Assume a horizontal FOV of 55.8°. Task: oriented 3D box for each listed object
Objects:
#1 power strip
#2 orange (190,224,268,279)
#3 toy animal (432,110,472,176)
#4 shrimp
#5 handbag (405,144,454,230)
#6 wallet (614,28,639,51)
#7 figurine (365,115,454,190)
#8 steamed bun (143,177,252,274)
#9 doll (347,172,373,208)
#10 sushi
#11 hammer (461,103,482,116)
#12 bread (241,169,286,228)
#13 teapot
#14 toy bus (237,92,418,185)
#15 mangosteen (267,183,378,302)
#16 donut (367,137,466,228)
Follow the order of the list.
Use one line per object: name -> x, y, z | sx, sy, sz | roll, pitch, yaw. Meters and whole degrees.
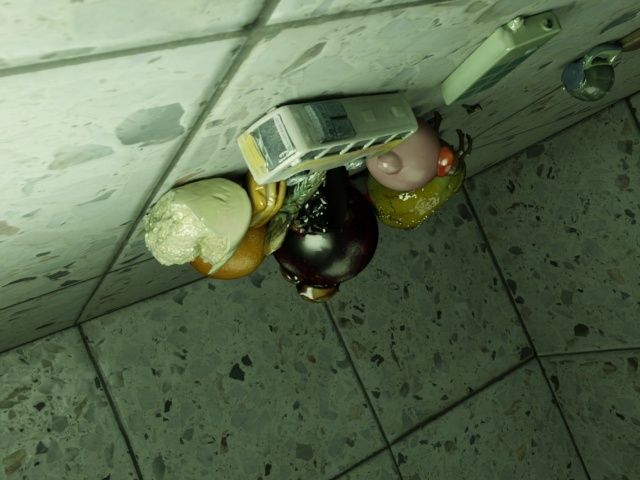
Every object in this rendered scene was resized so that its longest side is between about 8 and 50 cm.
power strip -> 0.314, -0.322, 1.084 | 0.117, 0.046, 0.270 | -21, 176, -16
orange -> -0.226, 0.002, 1.455 | 0.206, 0.206, 0.206 | -22, 176, -1
toy animal -> 0.236, -0.217, 1.436 | 0.186, 0.214, 0.094 | -56, 175, 17
shrimp -> -0.039, -0.087, 1.202 | 0.296, 0.058, 0.169 | -54, -163, 26
handbag -> 0.318, -0.163, 1.866 | 0.269, 0.100, 0.274 | 86, 27, -84
wallet -> 0.804, -0.504, 1.473 | 0.117, 0.039, 0.152 | -17, 173, -38
figurine -> 0.177, -0.189, 1.308 | 0.173, 0.173, 0.173 | -22, 176, -1
steamed bun -> -0.236, -0.020, 1.183 | 0.199, 0.171, 0.225 | -15, 173, -22
doll -> 0.125, -0.143, 1.932 | 0.290, 0.130, 0.161 | -15, -177, 33
sushi -> -0.030, -0.090, 1.369 | 0.150, 0.172, 0.153 | -14, 168, 32
hammer -> 0.376, -0.336, 1.531 | 0.035, 0.019, 0.110 | -25, 171, 29
bread -> -0.124, -0.097, 1.259 | 0.077, 0.116, 0.200 | 5, 167, -19
teapot -> 0.668, -0.410, 1.500 | 0.108, 0.111, 0.149 | -4, 173, -31
toy bus -> 0.025, -0.177, 1.028 | 0.342, 0.097, 0.138 | -20, 173, -47
mangosteen -> 0.000, 0.000, 1.629 | 0.306, 0.307, 0.347 | -20, 142, -40
donut -> 0.235, -0.168, 1.568 | 0.272, 0.272, 0.107 | -24, 135, 21
